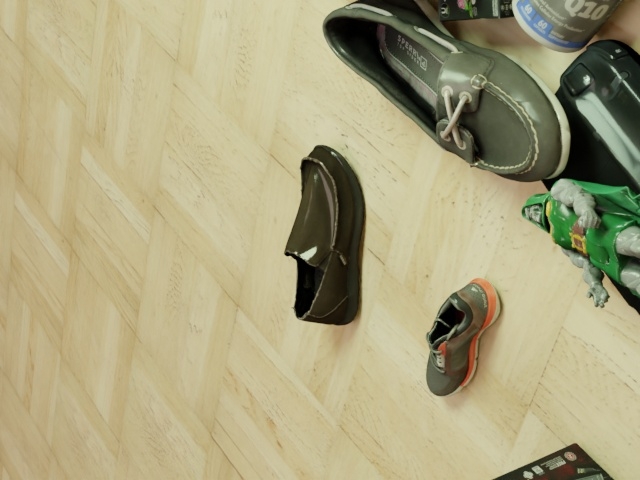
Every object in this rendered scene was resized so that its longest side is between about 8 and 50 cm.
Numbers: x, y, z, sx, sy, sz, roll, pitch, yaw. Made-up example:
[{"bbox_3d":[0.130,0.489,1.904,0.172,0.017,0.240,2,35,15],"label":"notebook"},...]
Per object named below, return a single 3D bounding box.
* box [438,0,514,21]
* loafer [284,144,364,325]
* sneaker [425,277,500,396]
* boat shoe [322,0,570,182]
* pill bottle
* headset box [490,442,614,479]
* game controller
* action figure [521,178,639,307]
[{"bbox_3d":[0.156,-0.230,1.090,0.083,0.062,0.052,13,111,53],"label":"box"},{"bbox_3d":[0.000,0.000,1.378,0.080,0.078,0.220,14,112,53],"label":"loafer"},{"bbox_3d":[0.129,0.104,1.235,0.061,0.065,0.158,48,136,36],"label":"sneaker"},{"bbox_3d":[0.106,-0.143,1.114,0.335,0.095,0.112,-129,33,-50],"label":"boat shoe"},{"bbox_3d":[0.224,-0.227,0.978,0.078,0.078,0.137,62,143,22],"label":"pill bottle"},{"bbox_3d":[0.231,0.339,1.026,0.293,0.218,0.110,46,138,39],"label":"headset box"},{"bbox_3d":[0.287,-0.013,0.987,0.319,0.067,0.166,59,157,26],"label":"game controller"},{"bbox_3d":[0.237,0.005,0.956,0.232,0.063,0.137,38,146,59],"label":"action figure"}]
